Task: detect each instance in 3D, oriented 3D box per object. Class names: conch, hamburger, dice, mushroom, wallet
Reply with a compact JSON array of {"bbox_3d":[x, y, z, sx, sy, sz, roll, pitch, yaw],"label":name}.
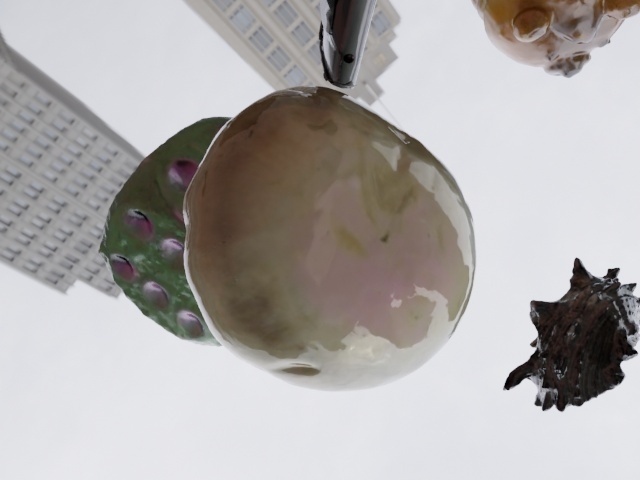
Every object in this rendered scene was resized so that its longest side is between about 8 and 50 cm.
[{"bbox_3d":[0.446,0.175,1.320,0.186,0.241,0.313,30,-126,20],"label":"conch"},{"bbox_3d":[0.378,-0.398,1.210,0.276,0.276,0.237,-29,-126,19],"label":"hamburger"},{"bbox_3d":[-0.197,-0.012,1.436,0.330,0.322,0.318,-48,175,-41],"label":"dice"},{"bbox_3d":[0.009,-0.015,0.894,0.353,0.353,0.325,25,-63,43],"label":"mushroom"},{"bbox_3d":[0.032,-0.329,0.982,0.170,0.069,0.231,-108,-154,-53],"label":"wallet"}]

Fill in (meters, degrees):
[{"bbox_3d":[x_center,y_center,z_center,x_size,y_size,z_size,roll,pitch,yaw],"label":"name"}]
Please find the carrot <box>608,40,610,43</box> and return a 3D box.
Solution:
[{"bbox_3d":[0.455,-0.480,1.517,0.069,0.335,0.069,-57,-161,32],"label":"carrot"}]
